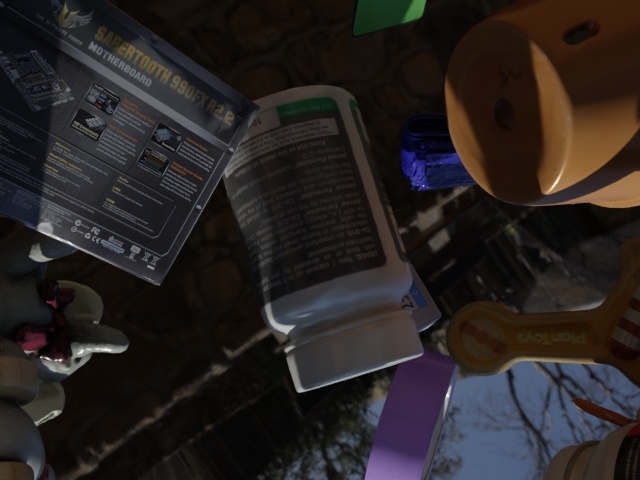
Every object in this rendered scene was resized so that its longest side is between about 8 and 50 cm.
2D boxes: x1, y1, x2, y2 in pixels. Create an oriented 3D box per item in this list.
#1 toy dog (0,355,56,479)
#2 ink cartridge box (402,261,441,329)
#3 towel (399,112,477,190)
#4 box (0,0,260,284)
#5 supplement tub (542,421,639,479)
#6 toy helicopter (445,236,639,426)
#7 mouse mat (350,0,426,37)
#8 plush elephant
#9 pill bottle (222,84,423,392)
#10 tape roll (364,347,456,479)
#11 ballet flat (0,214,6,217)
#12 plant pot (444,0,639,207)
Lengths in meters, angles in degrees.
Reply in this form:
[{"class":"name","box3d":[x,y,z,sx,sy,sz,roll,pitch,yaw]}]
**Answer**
[{"class":"toy dog","box3d":[-0.410,0.271,0.951,0.161,0.220,0.334,0,130,-13]},{"class":"ink cartridge box","box3d":[0.041,0.076,1.486,0.261,0.296,0.066,-25,166,-24]},{"class":"towel","box3d":[0.243,-0.137,1.305,0.227,0.076,0.308,-1,174,4]},{"class":"box","box3d":[-0.186,-0.091,0.645,0.056,0.231,0.183,26,-93,52]},{"class":"supplement tub","box3d":[0.341,0.237,0.655,0.272,0.191,0.191,-23,-172,43]},{"class":"toy helicopter","box3d":[0.305,0.115,0.814,0.355,0.235,0.140,-4,177,23]},{"class":"mouse mat","box3d":[0.117,-0.402,1.203,0.152,0.007,0.190,-23,142,-28]},{"class":"plush elephant","box3d":[-0.420,0.133,1.207,0.330,0.255,0.272,-9,-119,37]},{"class":"pill bottle","box3d":[0.000,0.000,1.046,0.204,0.361,0.204,-16,169,-3]},{"class":"tape roll","box3d":[0.160,0.325,1.385,0.275,0.090,0.275,16,90,-76]},{"class":"ballet flat","box3d":[-0.347,-0.136,1.242,0.348,0.123,0.123,-25,176,-31]},{"class":"plant pot","box3d":[0.276,-0.160,0.888,0.203,0.291,0.291,-18,174,-24]}]
